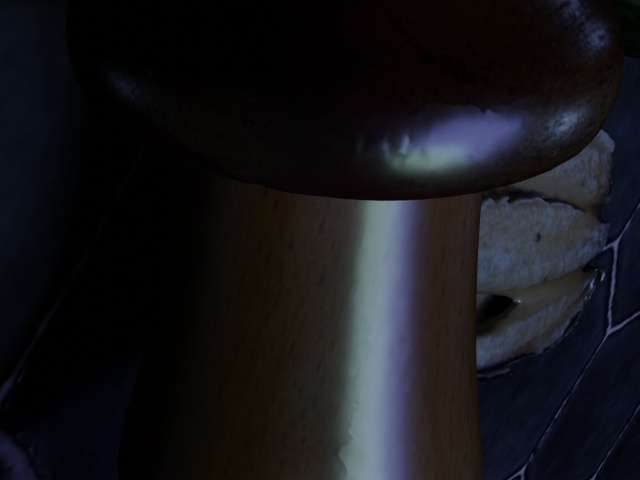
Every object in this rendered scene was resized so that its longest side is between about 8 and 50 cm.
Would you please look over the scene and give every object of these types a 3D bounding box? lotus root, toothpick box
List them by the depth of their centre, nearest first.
[{"bbox_3d":[0.000,0.000,0.510,0.192,0.192,0.294,-26,134,-43],"label":"toothpick box"},{"bbox_3d":[0.064,0.000,0.763,0.329,0.078,0.167,2,98,-54],"label":"lotus root"}]

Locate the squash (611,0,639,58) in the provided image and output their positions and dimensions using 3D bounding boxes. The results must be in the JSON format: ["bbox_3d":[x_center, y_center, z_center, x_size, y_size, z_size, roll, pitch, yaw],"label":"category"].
[{"bbox_3d":[0.167,-0.189,0.613,0.218,0.172,0.218,-42,146,-37],"label":"squash"}]
